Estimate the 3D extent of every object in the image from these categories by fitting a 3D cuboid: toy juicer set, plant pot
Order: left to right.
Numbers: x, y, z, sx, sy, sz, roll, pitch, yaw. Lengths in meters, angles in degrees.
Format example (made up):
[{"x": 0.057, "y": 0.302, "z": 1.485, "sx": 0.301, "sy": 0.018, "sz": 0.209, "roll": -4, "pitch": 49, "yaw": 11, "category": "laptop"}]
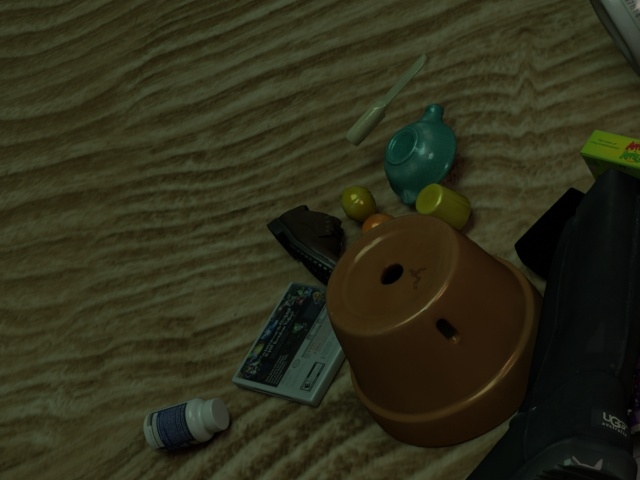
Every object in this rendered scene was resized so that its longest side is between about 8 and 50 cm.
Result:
[{"x": 0.127, "y": -0.114, "z": 2.188, "sx": 0.209, "sy": 0.089, "sz": 0.329, "roll": -32, "pitch": 45, "yaw": 30, "category": "toy juicer set"}, {"x": 0.140, "y": 0.101, "z": 1.863, "sx": 0.291, "sy": 0.203, "sz": 0.291, "roll": -23, "pitch": 40, "yaw": 21, "category": "plant pot"}]

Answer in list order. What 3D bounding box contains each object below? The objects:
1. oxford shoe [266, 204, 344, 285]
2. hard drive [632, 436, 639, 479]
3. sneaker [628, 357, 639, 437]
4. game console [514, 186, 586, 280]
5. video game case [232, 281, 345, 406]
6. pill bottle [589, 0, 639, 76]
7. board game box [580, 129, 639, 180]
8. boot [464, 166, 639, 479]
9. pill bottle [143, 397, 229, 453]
[{"x": 0.000, "y": 0.000, "z": 2.174, "sx": 0.096, "sy": 0.083, "sz": 0.227, "roll": -38, "pitch": 39, "yaw": -6, "category": "oxford shoe"}, {"x": 0.445, "y": 0.334, "z": 1.513, "sx": 0.233, "sy": 0.047, "sz": 0.353, "roll": -29, "pitch": 40, "yaw": 13, "category": "hard drive"}, {"x": 0.388, "y": 0.177, "z": 1.645, "sx": 0.068, "sy": 0.071, "sz": 0.170, "roll": -28, "pitch": 9, "yaw": 30, "category": "sneaker"}, {"x": 0.450, "y": -0.062, "z": 1.900, "sx": 0.361, "sy": 0.044, "sz": 0.213, "roll": -45, "pitch": 39, "yaw": -7, "category": "game console"}, {"x": -0.026, "y": 0.153, "z": 2.091, "sx": 0.173, "sy": 0.022, "sz": 0.190, "roll": 9, "pitch": 59, "yaw": 43, "category": "video game case"}, {"x": 0.576, "y": -0.407, "z": 2.007, "sx": 0.361, "sy": 0.204, "sz": 0.204, "roll": -32, "pitch": 39, "yaw": 10, "category": "pill bottle"}, {"x": 0.440, "y": -0.085, "z": 1.822, "sx": 0.181, "sy": 0.092, "sz": 0.043, "roll": 20, "pitch": 67, "yaw": 44, "category": "board game box"}, {"x": 0.274, "y": 0.170, "z": 1.674, "sx": 0.367, "sy": 0.146, "sz": 0.445, "roll": -46, "pitch": 21, "yaw": 46, "category": "boot"}, {"x": -0.200, "y": 0.275, "z": 2.075, "sx": 0.120, "sy": 0.067, "sz": 0.067, "roll": -19, "pitch": 43, "yaw": 24, "category": "pill bottle"}]
